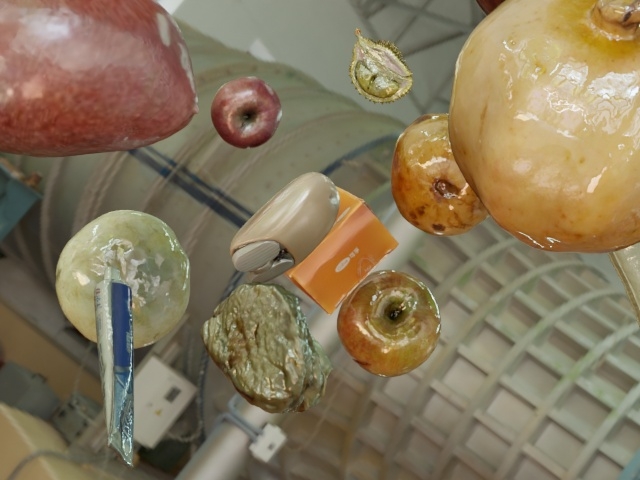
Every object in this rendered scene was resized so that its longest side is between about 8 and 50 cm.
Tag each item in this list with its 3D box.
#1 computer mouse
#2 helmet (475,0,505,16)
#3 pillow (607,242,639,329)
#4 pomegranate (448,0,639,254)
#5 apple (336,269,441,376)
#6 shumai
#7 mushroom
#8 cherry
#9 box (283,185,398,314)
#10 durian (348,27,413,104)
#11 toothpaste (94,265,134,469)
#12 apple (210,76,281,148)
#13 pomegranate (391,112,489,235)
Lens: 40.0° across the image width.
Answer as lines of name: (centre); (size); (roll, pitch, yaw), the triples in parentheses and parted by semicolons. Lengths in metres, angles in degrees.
computer mouse: (-0.058, -0.019, 1.600); (0.082, 0.236, 0.145); (43, -7, 33)
helmet: (0.359, -0.487, 1.507); (0.337, 0.230, 0.384); (-21, 79, -57)
pillow: (0.647, 0.009, 1.590); (0.120, 0.255, 0.322); (54, 15, -68)
pomegranate: (0.375, -0.191, 1.240); (0.411, 0.411, 0.411); (38, -6, 5)
apple: (0.164, 0.208, 2.164); (0.264, 0.264, 0.264); (38, -6, 5)
shumai: (-0.064, 0.195, 1.520); (0.218, 0.189, 0.256); (38, 5, -44)
mushroom: (-0.496, 0.098, 2.225); (0.352, 0.352, 0.260); (40, -13, -17)
cherry: (-0.277, -0.195, 0.958); (0.308, 0.221, 0.261); (14, 16, 5)
box: (0.000, 0.000, 1.966); (0.143, 0.225, 0.341); (46, -4, -23)
durian: (0.138, -0.434, 2.188); (0.208, 0.146, 0.102); (57, 22, -3)
toothpaste: (-0.246, 0.139, 1.055); (0.047, 0.069, 0.268); (7, 47, -23)
apple: (-0.158, -0.274, 1.875); (0.153, 0.153, 0.120); (42, 5, -25)
pomegranate: (0.221, -0.120, 1.521); (0.215, 0.215, 0.215); (38, -6, 5)
